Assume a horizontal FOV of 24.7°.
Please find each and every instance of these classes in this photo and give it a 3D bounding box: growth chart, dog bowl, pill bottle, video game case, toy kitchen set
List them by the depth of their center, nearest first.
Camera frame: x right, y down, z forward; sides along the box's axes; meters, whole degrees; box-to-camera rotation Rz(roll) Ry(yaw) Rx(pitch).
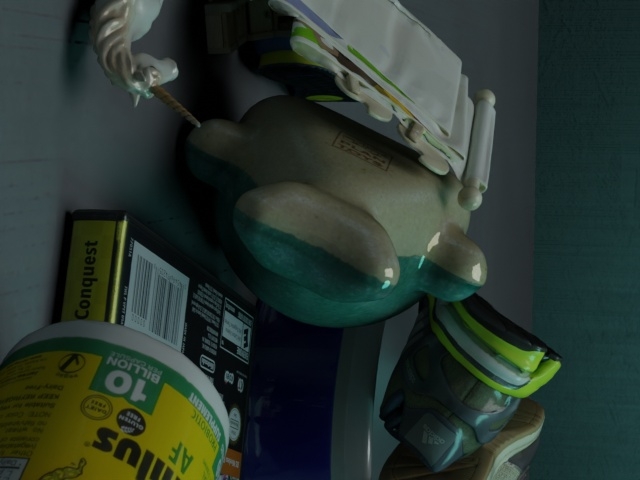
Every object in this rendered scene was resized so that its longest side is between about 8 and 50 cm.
[{"bbox_3d":[-0.119,0.143,0.632,0.208,0.118,0.117,-71,158,-48],"label":"pill bottle"},{"bbox_3d":[-0.099,0.135,0.879,0.275,0.035,0.248,47,46,-71],"label":"video game case"},{"bbox_3d":[0.035,-0.132,0.981,0.237,0.021,0.172,43,32,-8],"label":"growth chart"},{"bbox_3d":[-0.036,-0.169,0.999,0.083,0.075,0.068,-59,147,-70],"label":"toy kitchen set"},{"bbox_3d":[0.019,0.147,1.195,0.265,0.104,0.265,2,90,-76],"label":"dog bowl"}]

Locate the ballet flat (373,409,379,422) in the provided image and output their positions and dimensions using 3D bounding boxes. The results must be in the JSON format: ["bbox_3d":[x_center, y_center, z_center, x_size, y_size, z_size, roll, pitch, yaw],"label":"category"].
[{"bbox_3d":[0.054,0.191,1.422,0.203,0.074,0.074,68,27,-59],"label":"ballet flat"}]

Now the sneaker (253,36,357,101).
[{"bbox_3d":[0.000,-0.157,1.160,0.209,0.069,0.082,21,68,-75],"label":"sneaker"}]

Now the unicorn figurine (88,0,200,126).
[{"bbox_3d":[-0.102,-0.145,0.807,0.111,0.060,0.162,-54,127,-65],"label":"unicorn figurine"}]

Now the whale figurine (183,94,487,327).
[{"bbox_3d":[0.000,0.000,0.956,0.141,0.216,0.272,-63,-179,14],"label":"whale figurine"}]

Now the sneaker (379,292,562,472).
[{"bbox_3d":[0.095,0.100,1.101,0.121,0.111,0.300,-52,175,1],"label":"sneaker"}]

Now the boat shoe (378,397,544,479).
[{"bbox_3d":[0.112,0.191,1.166,0.285,0.103,0.092,-33,130,-69],"label":"boat shoe"}]
